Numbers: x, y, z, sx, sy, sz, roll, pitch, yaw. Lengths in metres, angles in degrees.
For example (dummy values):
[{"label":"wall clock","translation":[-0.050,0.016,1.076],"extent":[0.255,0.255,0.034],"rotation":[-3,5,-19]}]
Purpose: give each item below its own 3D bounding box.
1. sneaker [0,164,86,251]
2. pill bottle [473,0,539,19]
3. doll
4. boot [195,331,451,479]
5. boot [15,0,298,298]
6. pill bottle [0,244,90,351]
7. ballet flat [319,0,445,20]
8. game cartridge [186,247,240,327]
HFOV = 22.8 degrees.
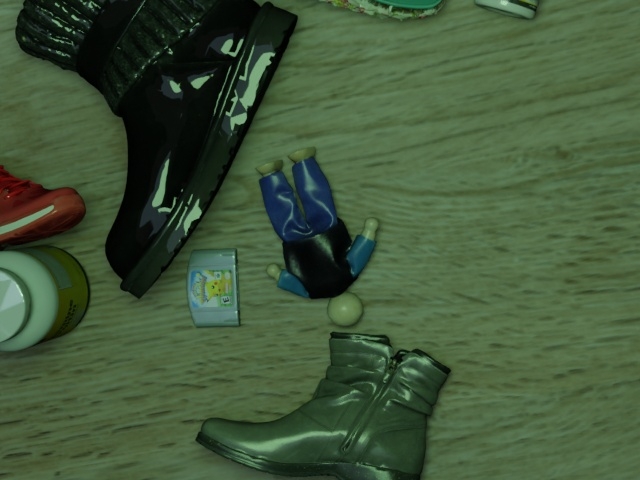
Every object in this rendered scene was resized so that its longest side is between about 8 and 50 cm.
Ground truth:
[{"label":"sneaker","translation":[-0.339,-0.056,1.641],"extent":[0.221,0.087,0.128],"rotation":[-16,86,36]},{"label":"pill bottle","translation":[0.200,-0.286,1.595],"extent":[0.065,0.065,0.116],"rotation":[17,95,7]},{"label":"doll","translation":[0.000,0.000,1.647],"extent":[0.129,0.046,0.189],"rotation":[-20,90,9]},{"label":"boot","translation":[0.003,0.168,1.649],"extent":[0.246,0.083,0.161],"rotation":[11,88,2]},{"label":"boot","translation":[-0.206,-0.142,1.622],"extent":[0.260,0.131,0.348],"rotation":[25,85,-1]},{"label":"pill bottle","translation":[-0.308,0.059,1.623],"extent":[0.103,0.184,0.103],"rotation":[0,93,8]},{"label":"ballet flat","translation":[0.008,-0.277,1.610],"extent":[0.241,0.077,0.091],"rotation":[17,71,-10]},{"label":"game cartridge","translation":[-0.114,0.051,1.681],"extent":[0.056,0.017,0.083],"rotation":[-3,93,12]}]
